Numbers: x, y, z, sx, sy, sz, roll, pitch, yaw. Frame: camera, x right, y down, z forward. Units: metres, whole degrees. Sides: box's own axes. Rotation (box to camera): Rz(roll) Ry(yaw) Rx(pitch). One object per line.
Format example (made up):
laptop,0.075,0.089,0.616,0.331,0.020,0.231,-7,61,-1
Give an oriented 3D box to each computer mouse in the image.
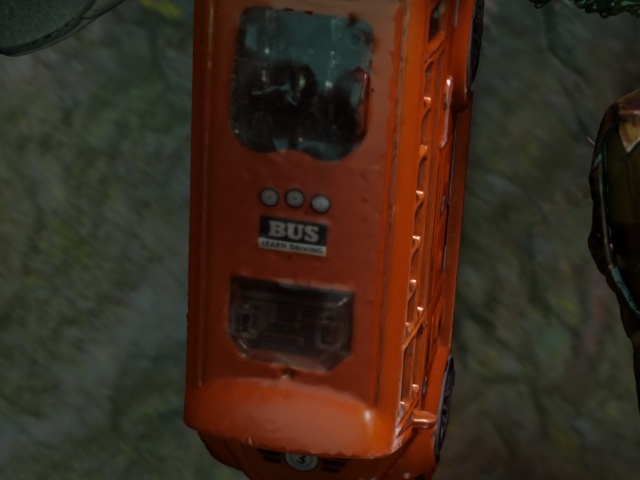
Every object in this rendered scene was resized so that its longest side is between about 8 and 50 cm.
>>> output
computer mouse,-0.097,-0.153,0.919,0.068,0.113,0.229,37,146,-11

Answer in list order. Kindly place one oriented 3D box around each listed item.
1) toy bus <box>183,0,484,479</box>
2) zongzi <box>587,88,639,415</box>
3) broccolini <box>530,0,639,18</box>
toy bus,0.000,0.000,0.970,0.143,0.153,0.329,8,116,9
zongzi,0.276,0.060,0.900,0.286,0.134,0.288,-3,90,17
broccolini,0.285,-0.134,0.875,0.392,0.074,0.079,3,121,15
